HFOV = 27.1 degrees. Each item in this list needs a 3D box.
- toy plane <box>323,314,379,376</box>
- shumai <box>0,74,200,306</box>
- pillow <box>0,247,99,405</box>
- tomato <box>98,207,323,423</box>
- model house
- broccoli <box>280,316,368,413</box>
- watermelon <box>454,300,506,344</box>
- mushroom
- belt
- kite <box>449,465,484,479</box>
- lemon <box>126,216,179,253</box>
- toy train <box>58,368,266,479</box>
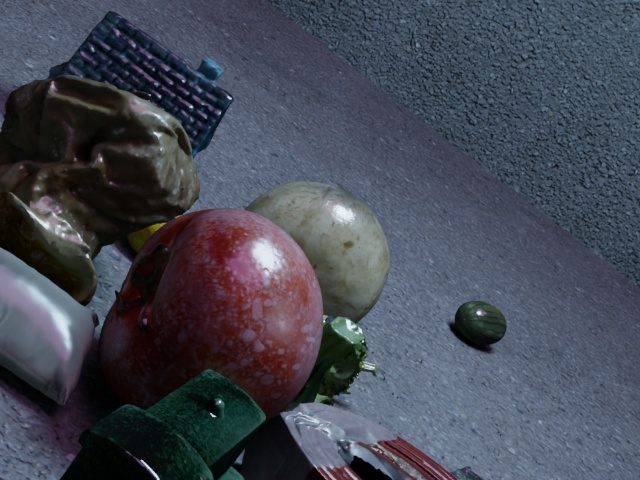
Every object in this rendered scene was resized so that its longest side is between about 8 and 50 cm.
[{"bbox_3d":[-0.033,0.136,1.837,0.229,0.092,0.244,26,12,18],"label":"toy plane"},{"bbox_3d":[-0.304,-0.021,1.618,0.267,0.262,0.314,22,-23,-8],"label":"shumai"},{"bbox_3d":[-0.362,0.070,1.429,0.254,0.078,0.144,32,42,-12],"label":"pillow"},{"bbox_3d":[-0.117,0.100,1.500,0.227,0.270,0.270,36,18,-24],"label":"tomato"},{"bbox_3d":[-0.280,-0.221,2.017,0.261,0.241,0.226,36,21,-1],"label":"model house"},{"bbox_3d":[-0.015,0.155,1.646,0.220,0.194,0.194,-6,45,-47],"label":"broccoli"},{"bbox_3d":[0.289,0.149,2.382,0.111,0.078,0.078,23,23,-37],"label":"watermelon"},{"bbox_3d":[0.000,0.000,2.058,0.254,0.189,0.195,34,21,-15],"label":"mushroom"},{"bbox_3d":[0.057,0.314,1.532,0.324,0.115,0.227,33,18,-9],"label":"belt"},{"bbox_3d":[0.290,0.417,1.846,0.285,0.015,0.152,40,20,9],"label":"kite"},{"bbox_3d":[-0.224,-0.007,1.851,0.111,0.082,0.082,38,18,27],"label":"lemon"},{"bbox_3d":[-0.158,0.232,1.256,0.138,0.178,0.330,39,20,8],"label":"toy train"}]
